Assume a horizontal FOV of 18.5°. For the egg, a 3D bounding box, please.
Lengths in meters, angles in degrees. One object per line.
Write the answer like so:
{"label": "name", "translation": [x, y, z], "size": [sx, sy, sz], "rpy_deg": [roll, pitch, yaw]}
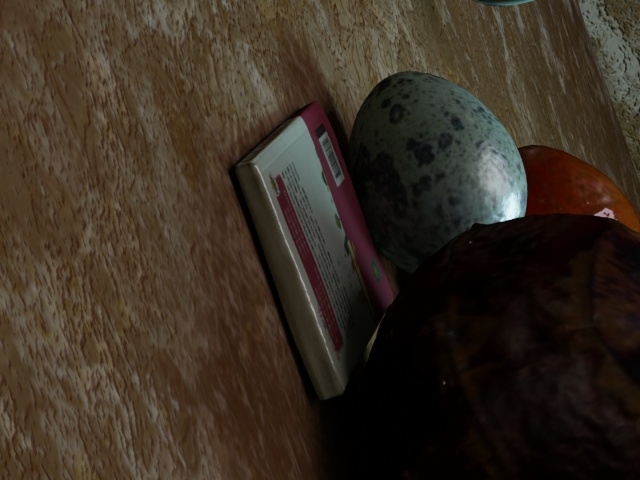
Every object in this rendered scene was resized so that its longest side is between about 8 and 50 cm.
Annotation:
{"label": "egg", "translation": [0.086, -0.051, 1.495], "size": [0.172, 0.132, 0.132], "rpy_deg": [69, 12, 23]}

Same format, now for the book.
{"label": "book", "translation": [0.000, 0.000, 1.337], "size": [0.232, 0.022, 0.162], "rpy_deg": [-52, 122, -72]}

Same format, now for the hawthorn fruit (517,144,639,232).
{"label": "hawthorn fruit", "translation": [0.165, 0.034, 1.600], "size": [0.225, 0.197, 0.196], "rpy_deg": [-40, 114, -59]}

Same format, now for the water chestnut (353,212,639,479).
{"label": "water chestnut", "translation": [0.170, 0.162, 1.329], "size": [0.350, 0.302, 0.350], "rpy_deg": [25, 39, -22]}

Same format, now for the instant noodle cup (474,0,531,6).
{"label": "instant noodle cup", "translation": [0.155, -0.353, 1.988], "size": [0.236, 0.216, 0.215], "rpy_deg": [-2, 76, -67]}
